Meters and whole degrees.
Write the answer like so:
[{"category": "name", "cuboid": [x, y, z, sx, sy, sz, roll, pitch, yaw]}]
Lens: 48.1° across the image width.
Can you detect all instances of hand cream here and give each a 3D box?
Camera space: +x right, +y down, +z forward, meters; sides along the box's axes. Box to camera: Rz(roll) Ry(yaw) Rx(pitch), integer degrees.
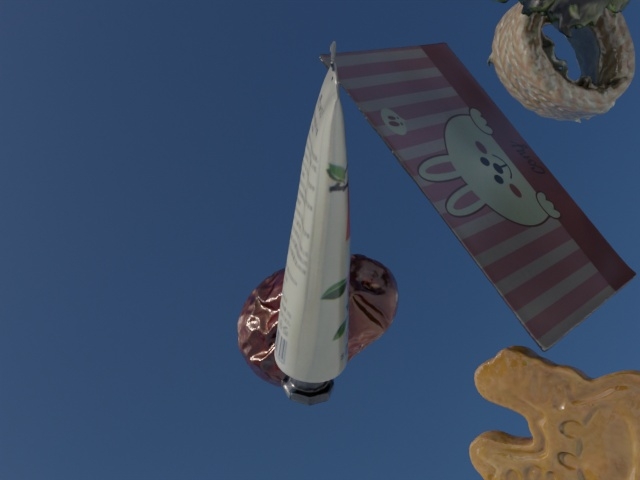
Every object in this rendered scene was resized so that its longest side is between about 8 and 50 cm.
[{"category": "hand cream", "cuboid": [0.000, 0.000, 0.451, 0.050, 0.080, 0.234, 3, -63, -3]}]

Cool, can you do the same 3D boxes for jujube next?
[{"category": "jujube", "cuboid": [-0.006, 0.142, 1.280, 0.216, 0.216, 0.342, 26, -42, -29]}]

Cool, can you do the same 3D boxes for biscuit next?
[{"category": "biscuit", "cuboid": [0.235, 0.173, 0.585, 0.040, 0.236, 0.144, -16, -70, -52]}]

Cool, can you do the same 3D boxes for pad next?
[{"category": "pad", "cuboid": [0.147, -0.061, 0.632, 0.202, 0.300, 0.005, -20, -20, -46]}]

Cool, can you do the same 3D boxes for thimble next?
[{"category": "thimble", "cuboid": [0.415, -0.323, 1.234, 0.229, 0.148, 0.196, 40, -95, -8]}]

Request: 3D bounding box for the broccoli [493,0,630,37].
[{"category": "broccoli", "cuboid": [0.392, -0.446, 0.973, 0.293, 0.281, 0.348, 15, -54, -13]}]
